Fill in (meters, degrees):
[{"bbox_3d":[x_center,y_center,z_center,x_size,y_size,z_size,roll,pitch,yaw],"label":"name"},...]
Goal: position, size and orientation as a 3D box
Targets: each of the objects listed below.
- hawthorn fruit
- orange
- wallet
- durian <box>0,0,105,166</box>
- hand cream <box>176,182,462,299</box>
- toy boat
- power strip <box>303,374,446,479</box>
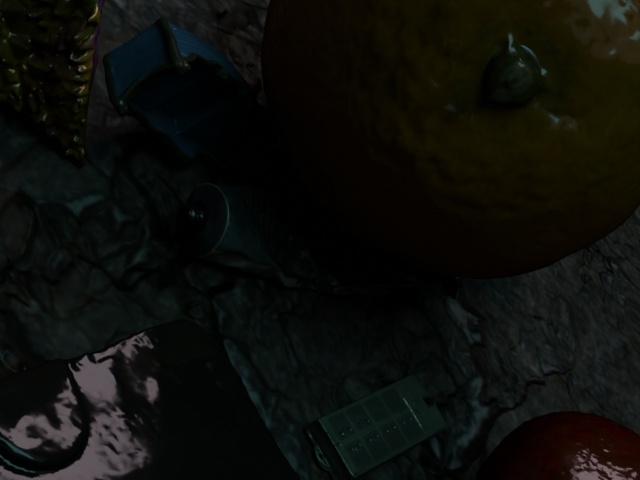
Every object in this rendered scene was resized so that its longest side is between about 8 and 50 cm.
[{"bbox_3d":[0.182,0.201,0.811,0.189,0.189,0.251,40,32,-10],"label":"hawthorn fruit"},{"bbox_3d":[0.111,-0.127,0.863,0.312,0.312,0.312,25,44,-26],"label":"orange"},{"bbox_3d":[-0.137,0.145,0.663,0.309,0.042,0.165,-17,72,-49],"label":"wallet"},{"bbox_3d":[-0.184,-0.222,0.847,0.154,0.186,0.260,27,30,-33],"label":"durian"},{"bbox_3d":[0.000,0.000,0.905,0.248,0.052,0.075,10,53,-38],"label":"hand cream"},{"bbox_3d":[-0.079,-0.082,0.863,0.077,0.075,0.185,67,13,23],"label":"toy boat"},{"bbox_3d":[0.044,0.129,0.864,0.136,0.019,0.051,-16,68,-48],"label":"power strip"}]
